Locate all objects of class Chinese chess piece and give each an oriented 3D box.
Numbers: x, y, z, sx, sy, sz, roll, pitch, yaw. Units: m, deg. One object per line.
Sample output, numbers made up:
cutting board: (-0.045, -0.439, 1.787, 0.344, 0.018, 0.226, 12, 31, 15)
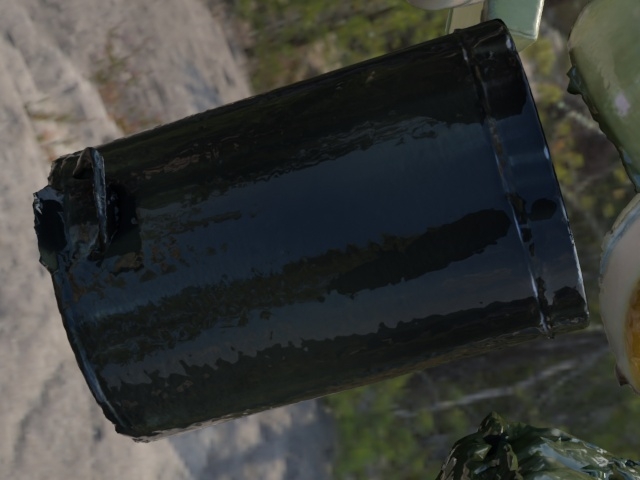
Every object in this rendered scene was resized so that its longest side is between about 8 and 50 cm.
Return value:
Chinese chess piece: (0.231, -0.081, 0.903, 0.188, 0.083, 0.188, 39, 28, -25)

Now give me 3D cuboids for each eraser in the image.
eraser: (0.161, -0.245, 1.270, 0.058, 0.117, 0.172, 14, 81, -11)

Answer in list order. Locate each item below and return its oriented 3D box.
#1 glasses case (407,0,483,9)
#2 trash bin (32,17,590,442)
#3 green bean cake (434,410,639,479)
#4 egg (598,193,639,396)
glasses case: (0.039, -0.215, 0.812, 0.050, 0.083, 0.196, -18, 66, -40)
trash bin: (0.000, 0.000, 0.945, 0.252, 0.301, 0.203, 66, 10, -56)
green bean cake: (0.065, 0.206, 0.499, 0.132, 0.255, 0.241, 24, 14, -4)
egg: (0.431, 0.065, 1.455, 0.174, 0.286, 0.264, 2, 113, -45)
